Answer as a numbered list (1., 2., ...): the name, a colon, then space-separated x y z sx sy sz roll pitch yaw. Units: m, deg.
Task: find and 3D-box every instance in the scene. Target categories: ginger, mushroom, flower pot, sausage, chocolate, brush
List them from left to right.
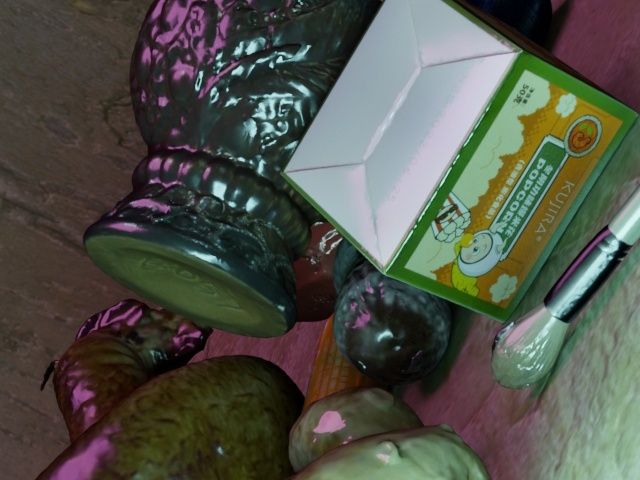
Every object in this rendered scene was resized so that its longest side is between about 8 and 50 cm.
1. mushroom: -0.159 0.199 1.710 0.331 0.356 0.334 -28 -16 31
2. flower pot: -0.065 -0.074 1.631 0.267 0.266 0.266 -66 10 -19
3. sausage: 0.000 0.000 1.981 0.152 0.152 0.280 -63 9 -19
4. ginger: 0.009 0.207 1.243 0.244 0.155 0.304 -62 9 4
5. sausage: 0.026 0.123 1.691 0.071 0.071 0.234 -55 10 29
6. chocolate: 0.060 0.045 1.641 0.110 0.110 0.248 -58 7 17
7. brush: 0.202 -0.015 1.252 0.042 0.039 0.299 51 118 34

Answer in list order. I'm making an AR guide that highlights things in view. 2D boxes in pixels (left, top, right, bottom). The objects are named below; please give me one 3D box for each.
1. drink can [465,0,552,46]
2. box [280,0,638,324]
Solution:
1. drink can: 0.147 -0.178 1.830 0.205 0.118 0.118 -64 9 -28
2. box: 0.106 -0.072 1.467 0.195 0.148 0.177 -59 40 10
